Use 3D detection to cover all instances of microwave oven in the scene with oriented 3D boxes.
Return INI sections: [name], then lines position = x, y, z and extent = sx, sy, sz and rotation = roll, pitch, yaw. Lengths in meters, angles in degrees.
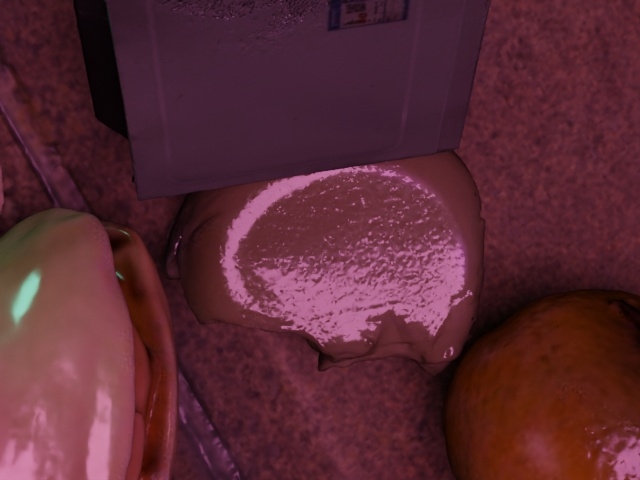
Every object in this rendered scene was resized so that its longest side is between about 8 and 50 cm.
[microwave oven]
position = -0.025, -0.171, 1.107
extent = 0.237, 0.295, 0.181
rotation = -8, 70, -5

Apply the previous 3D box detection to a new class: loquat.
[loquat]
position = 0.191, 0.128, 1.281
extent = 0.213, 0.213, 0.213
rotation = -2, 100, -13

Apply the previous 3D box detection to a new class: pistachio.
[pistachio]
position = -0.189, 0.134, 1.209
extent = 0.214, 0.193, 0.318
rotation = 16, 83, 27

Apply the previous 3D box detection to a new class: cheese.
[cheese]
position = 0.000, 0.000, 1.275
extent = 0.202, 0.091, 0.175
rotation = 1, 99, -12

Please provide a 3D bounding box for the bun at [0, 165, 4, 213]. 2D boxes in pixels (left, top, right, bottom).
[bun]
position = -0.253, -0.034, 1.217
extent = 0.115, 0.069, 0.115
rotation = -7, 101, -37
